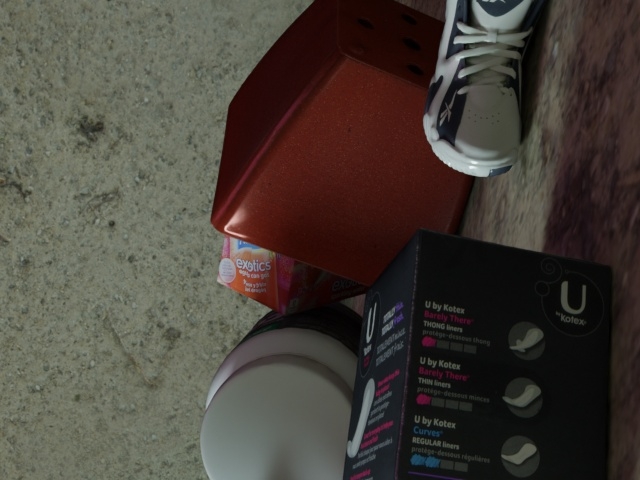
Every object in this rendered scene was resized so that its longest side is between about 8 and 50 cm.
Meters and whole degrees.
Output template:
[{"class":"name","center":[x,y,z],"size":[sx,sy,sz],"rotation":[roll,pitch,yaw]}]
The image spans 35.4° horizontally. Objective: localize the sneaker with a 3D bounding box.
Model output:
[{"class":"sneaker","center":[0.154,-0.181,0.925],"size":[0.153,0.094,0.235],"rotation":[94,-170,-46]}]

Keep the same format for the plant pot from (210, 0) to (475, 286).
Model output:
[{"class":"plant pot","center":[0.052,-0.133,1.147],"size":[0.267,0.267,0.236],"rotation":[-89,24,-51]}]

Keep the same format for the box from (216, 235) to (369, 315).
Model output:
[{"class":"box","center":[0.000,0.000,1.311],"size":[0.256,0.122,0.128],"rotation":[-10,-63,-52]}]

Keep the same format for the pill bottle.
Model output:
[{"class":"pill bottle","center":[-0.025,0.193,1.211],"size":[0.361,0.204,0.204],"rotation":[-46,-33,-83]}]

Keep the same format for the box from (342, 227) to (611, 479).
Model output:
[{"class":"box","center":[0.100,0.151,0.697],"size":[0.165,0.143,0.270],"rotation":[122,157,-69]}]
